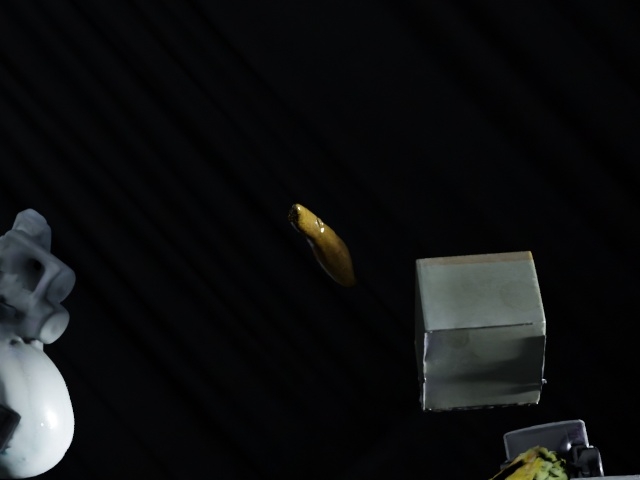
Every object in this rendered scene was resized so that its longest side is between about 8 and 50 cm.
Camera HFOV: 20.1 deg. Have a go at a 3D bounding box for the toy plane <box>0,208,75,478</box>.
[{"bbox_3d":[-0.291,0.093,1.415,0.267,0.267,0.122,-43,152,15],"label":"toy plane"}]

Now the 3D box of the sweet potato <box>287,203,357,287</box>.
[{"bbox_3d":[0.000,0.000,1.283,0.026,0.026,0.115,-42,140,-2],"label":"sweet potato"}]

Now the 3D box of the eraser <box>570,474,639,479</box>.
[{"bbox_3d":[0.269,0.195,1.133,0.298,0.076,0.078,-12,-147,47],"label":"eraser"}]

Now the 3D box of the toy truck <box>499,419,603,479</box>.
[{"bbox_3d":[0.239,0.302,1.738,0.101,0.242,0.125,-11,145,7],"label":"toy truck"}]

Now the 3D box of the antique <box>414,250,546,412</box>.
[{"bbox_3d":[0.185,0.104,2.128,0.147,0.148,0.152,-4,135,-2],"label":"antique"}]

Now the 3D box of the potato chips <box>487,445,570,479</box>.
[{"bbox_3d":[0.008,0.144,0.758,0.209,0.026,0.142,-31,158,14],"label":"potato chips"}]
